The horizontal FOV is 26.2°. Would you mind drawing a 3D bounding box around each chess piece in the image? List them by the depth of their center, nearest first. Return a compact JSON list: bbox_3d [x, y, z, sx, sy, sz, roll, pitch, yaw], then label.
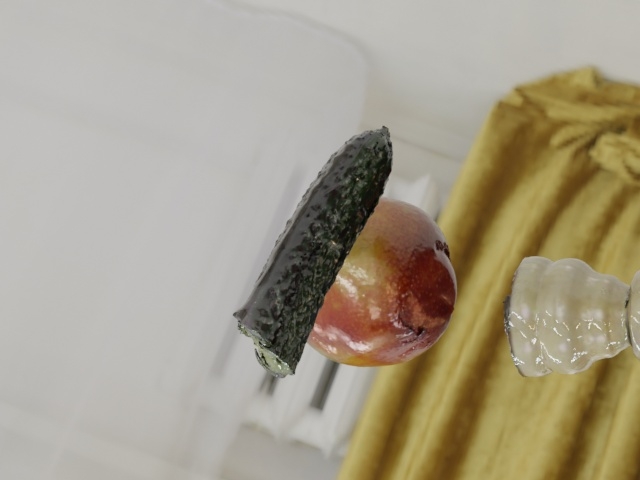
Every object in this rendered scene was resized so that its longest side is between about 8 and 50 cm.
[{"bbox_3d":[0.346,0.086,1.508,0.261,0.143,0.143,0,148,27],"label":"chess piece"}]

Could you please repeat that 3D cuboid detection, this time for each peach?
[{"bbox_3d":[0.064,0.054,1.788,0.231,0.231,0.231,17,154,9],"label":"peach"}]

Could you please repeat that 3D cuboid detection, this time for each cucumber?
[{"bbox_3d":[-0.003,0.000,1.157,0.067,0.245,0.067,20,150,13],"label":"cucumber"}]
